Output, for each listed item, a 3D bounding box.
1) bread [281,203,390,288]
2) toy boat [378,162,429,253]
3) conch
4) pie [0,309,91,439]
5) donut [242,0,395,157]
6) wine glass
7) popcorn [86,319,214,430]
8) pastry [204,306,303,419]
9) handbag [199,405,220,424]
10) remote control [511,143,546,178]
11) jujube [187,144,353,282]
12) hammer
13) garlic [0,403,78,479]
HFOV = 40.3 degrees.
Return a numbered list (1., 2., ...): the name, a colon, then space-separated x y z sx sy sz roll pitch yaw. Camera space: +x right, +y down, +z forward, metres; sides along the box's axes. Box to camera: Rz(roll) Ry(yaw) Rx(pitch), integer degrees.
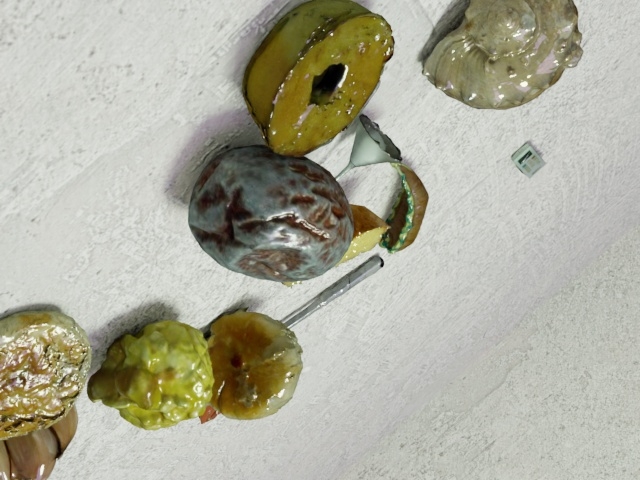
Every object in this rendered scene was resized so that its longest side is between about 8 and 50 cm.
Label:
1. bread: 0.000 -0.009 1.786 0.260 0.134 0.129 -21 161 -23
2. toy boat: 0.189 -0.079 1.963 0.099 0.108 0.292 -1 141 -4
3. conch: 0.350 -0.339 1.627 0.297 0.210 0.352 -29 156 16
4. pie: -0.525 0.238 1.509 0.274 0.055 0.274 -24 131 -31
5. donut: -0.009 -0.268 1.378 0.272 0.107 0.272 -35 156 -19
6. wine glass: 0.052 -0.140 1.665 0.183 0.122 0.122 -41 156 18
7. popcorn: -0.340 0.273 1.739 0.252 0.205 0.237 -11 164 -15
8. pastry: -0.166 0.281 1.934 0.257 0.235 0.121 -42 164 6
9. handbag: -0.259 0.375 2.175 0.127 0.063 0.190 -27 150 -23
10. remote control: 0.547 -0.208 2.295 0.065 0.029 0.166 -43 150 13
11. jujube: -0.086 -0.050 1.509 0.247 0.215 0.308 -11 159 19
12. hammer: -0.016 0.169 2.176 0.427 0.044 0.152 -34 154 -12
13. garlic: -0.575 0.375 1.652 0.160 0.191 0.214 -27 180 45
